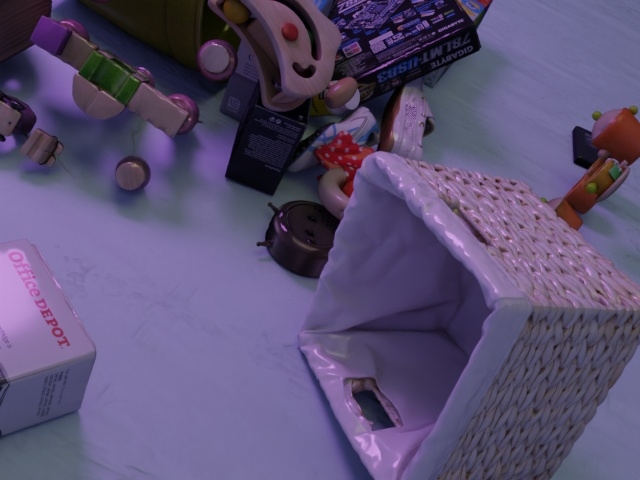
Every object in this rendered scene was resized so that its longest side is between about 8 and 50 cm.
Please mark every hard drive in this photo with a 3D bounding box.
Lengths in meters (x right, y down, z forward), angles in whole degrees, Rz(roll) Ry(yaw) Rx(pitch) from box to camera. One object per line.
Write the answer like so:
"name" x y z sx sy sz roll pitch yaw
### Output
"hard drive" 0.613 -0.199 1.947 0.094 0.022 0.135 23 39 -4

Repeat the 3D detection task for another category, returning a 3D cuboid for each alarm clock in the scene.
"alarm clock" 0.000 0.000 1.370 0.192 0.064 0.129 22 39 -10

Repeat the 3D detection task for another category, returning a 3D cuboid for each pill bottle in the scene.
"pill bottle" 0.015 -0.265 1.616 0.116 0.065 0.065 4 19 44

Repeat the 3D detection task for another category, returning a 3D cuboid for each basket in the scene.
"basket" 0.181 0.106 1.108 0.266 0.331 0.328 2 34 -29

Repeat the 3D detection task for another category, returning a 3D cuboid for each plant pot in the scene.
"plant pot" -0.515 -0.347 1.384 0.109 0.237 0.237 61 35 -20
"plant pot" -0.291 -0.518 1.581 0.353 0.366 0.366 21 38 11

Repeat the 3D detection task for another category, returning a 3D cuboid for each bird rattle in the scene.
"bird rattle" 0.081 -0.080 1.413 0.253 0.143 0.207 41 29 13

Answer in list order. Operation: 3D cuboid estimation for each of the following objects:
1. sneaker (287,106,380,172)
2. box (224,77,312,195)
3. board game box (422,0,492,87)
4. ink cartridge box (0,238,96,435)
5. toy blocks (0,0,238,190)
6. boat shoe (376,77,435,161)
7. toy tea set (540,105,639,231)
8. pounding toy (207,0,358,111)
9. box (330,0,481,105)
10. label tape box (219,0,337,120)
"sneaker" 0.029 -0.170 1.554 0.237 0.085 0.086 -33 95 -41
"box" -0.084 -0.191 1.450 0.093 0.158 0.156 20 39 -11
"board game box" 0.270 -0.488 1.978 0.142 0.144 0.275 32 40 6
"ink cartridge box" -0.419 0.124 0.961 0.273 0.114 0.197 -15 54 -38
"toy blocks" -0.325 -0.248 1.379 0.289 0.309 0.260 33 6 -10
"boat shoe" 0.177 -0.233 1.696 0.096 0.098 0.277 24 47 -8
"toy tea set" 0.519 -0.140 1.699 0.124 0.200 0.336 43 47 6
"pounding toy" -0.071 -0.284 1.356 0.269 0.155 0.154 45 59 -17
"box" 0.132 -0.425 1.749 0.295 0.073 0.293 -25 45 3
"label tape box" -0.047 -0.402 1.551 0.115 0.347 0.249 27 40 -1
